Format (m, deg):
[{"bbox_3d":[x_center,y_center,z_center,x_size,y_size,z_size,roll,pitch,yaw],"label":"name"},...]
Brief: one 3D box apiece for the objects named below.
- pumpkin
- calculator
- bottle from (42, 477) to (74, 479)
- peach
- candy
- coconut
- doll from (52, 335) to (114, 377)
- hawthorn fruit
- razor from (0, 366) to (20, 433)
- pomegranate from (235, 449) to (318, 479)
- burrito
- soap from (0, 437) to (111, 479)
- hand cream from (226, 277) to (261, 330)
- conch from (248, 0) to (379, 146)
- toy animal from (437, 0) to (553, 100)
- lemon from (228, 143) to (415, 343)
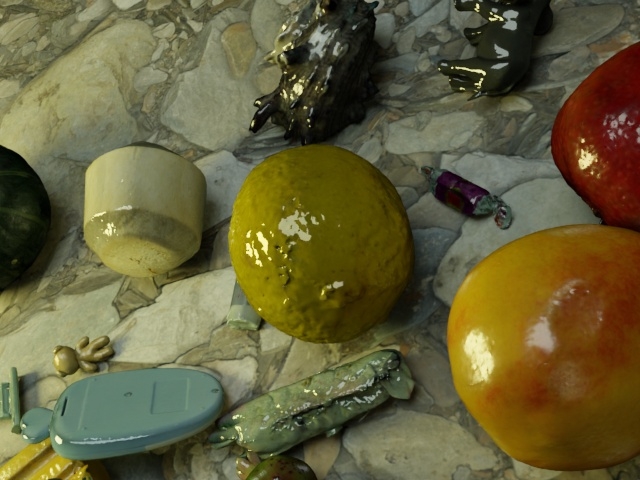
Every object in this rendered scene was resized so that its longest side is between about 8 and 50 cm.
[{"bbox_3d":[-0.625,-0.031,1.859,0.300,0.207,0.300,-5,70,15],"label":"pumpkin"},{"bbox_3d":[-0.291,0.250,1.531,0.302,0.042,0.188,-6,27,-3],"label":"calculator"},{"bbox_3d":[-0.260,0.410,1.293,0.168,0.347,0.168,-14,53,19],"label":"bottle"},{"bbox_3d":[0.310,0.112,1.232,0.308,0.289,0.289,-25,52,12],"label":"peach"},{"bbox_3d":[0.210,-0.068,1.552,0.043,0.045,0.175,-25,41,-34],"label":"candy"},{"bbox_3d":[-0.287,-0.061,1.707,0.202,0.202,0.222,-11,59,21],"label":"coconut"},{"bbox_3d":[-0.385,0.188,1.690,0.093,0.051,0.061,-22,81,17],"label":"doll"},{"bbox_3d":[0.457,-0.137,1.324,0.307,0.265,0.265,-43,50,8],"label":"hawthorn fruit"},{"bbox_3d":[-0.619,0.307,1.730,0.278,0.056,0.111,-24,54,12],"label":"razor"},{"bbox_3d":[-0.064,0.332,1.397,0.114,0.114,0.142,-48,44,-7],"label":"pomegranate"},{"bbox_3d":[-0.016,0.233,1.460,0.309,0.066,0.096,-24,43,12],"label":"burrito"},{"bbox_3d":[-0.442,0.441,1.528,0.324,0.096,0.204,-39,51,-1],"label":"soap"},{"bbox_3d":[-0.099,0.021,1.652,0.079,0.048,0.255,0,58,21],"label":"hand cream"},{"bbox_3d":[-0.013,-0.305,1.742,0.240,0.186,0.313,9,81,61],"label":"conch"},{"bbox_3d":[0.283,-0.330,1.649,0.146,0.114,0.245,6,85,37],"label":"toy animal"},{"bbox_3d":[0.000,0.000,1.477,0.268,0.268,0.322,-25,30,11],"label":"lemon"}]
